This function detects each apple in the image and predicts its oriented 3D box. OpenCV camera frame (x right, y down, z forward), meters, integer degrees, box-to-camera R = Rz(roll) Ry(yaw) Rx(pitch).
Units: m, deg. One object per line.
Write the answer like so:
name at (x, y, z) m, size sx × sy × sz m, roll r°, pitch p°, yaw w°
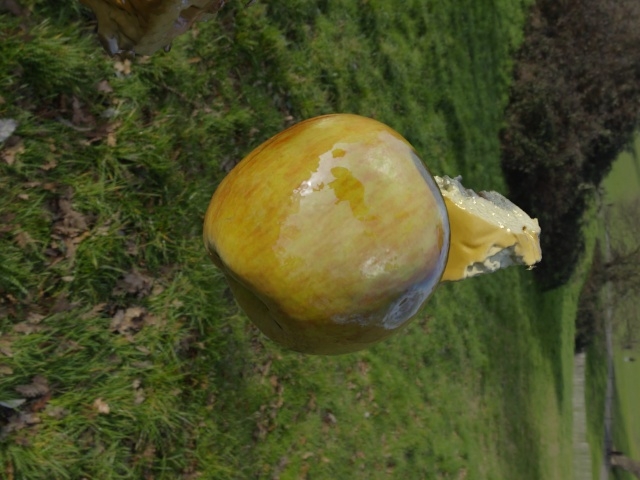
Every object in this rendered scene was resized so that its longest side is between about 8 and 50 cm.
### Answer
apple at (0.000, 0.000, 0.612) m, size 0.264 × 0.264 × 0.264 m, roll 16°, pitch 70°, yaw -51°

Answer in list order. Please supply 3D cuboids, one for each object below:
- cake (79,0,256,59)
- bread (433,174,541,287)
cake at (-0.150, -0.431, 0.650) m, size 0.307 × 0.314 × 0.293 m, roll -46°, pitch 112°, yaw -37°
bread at (0.248, 0.024, 0.941) m, size 0.184 × 0.211 × 0.224 m, roll -13°, pitch 132°, yaw -40°
